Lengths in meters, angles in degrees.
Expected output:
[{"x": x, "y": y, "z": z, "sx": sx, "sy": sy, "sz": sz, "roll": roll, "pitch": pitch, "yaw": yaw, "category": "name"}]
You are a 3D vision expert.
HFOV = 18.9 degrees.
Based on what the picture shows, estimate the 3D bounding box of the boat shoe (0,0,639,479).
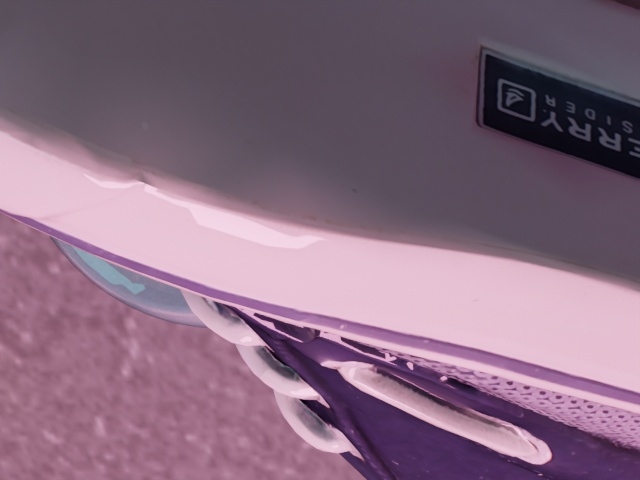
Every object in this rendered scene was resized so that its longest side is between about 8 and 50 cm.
[{"x": 0.000, "y": 0.000, "z": 0.475, "sx": 0.341, "sy": 0.127, "sz": 0.158, "roll": 22, "pitch": 143, "yaw": -11, "category": "boat shoe"}]

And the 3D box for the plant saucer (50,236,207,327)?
[{"x": -0.047, "y": -0.020, "z": 0.598, "sx": 0.119, "sy": 0.021, "sz": 0.119, "roll": 10, "pitch": 121, "yaw": 17, "category": "plant saucer"}]
